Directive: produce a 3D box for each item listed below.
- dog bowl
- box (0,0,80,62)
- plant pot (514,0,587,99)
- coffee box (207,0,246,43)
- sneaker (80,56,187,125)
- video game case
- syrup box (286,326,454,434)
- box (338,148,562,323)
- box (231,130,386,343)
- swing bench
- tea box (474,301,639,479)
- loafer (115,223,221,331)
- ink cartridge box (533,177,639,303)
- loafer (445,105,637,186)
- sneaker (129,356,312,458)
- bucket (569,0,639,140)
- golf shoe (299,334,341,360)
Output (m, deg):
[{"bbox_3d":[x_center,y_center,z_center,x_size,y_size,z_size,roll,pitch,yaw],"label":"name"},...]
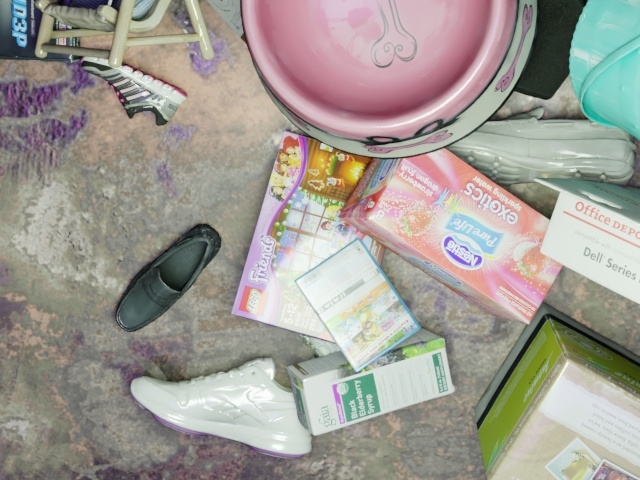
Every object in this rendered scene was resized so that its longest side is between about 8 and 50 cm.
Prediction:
[{"bbox_3d":[0.077,-0.308,1.560,0.408,0.150,0.407,1,96,12],"label":"dog bowl"},{"bbox_3d":[-0.455,-0.384,1.816,0.175,0.051,0.220,4,102,4],"label":"box"},{"bbox_3d":[0.284,-0.309,1.716,0.167,0.188,0.187,29,103,-25],"label":"plant pot"},{"bbox_3d":[-0.066,-0.361,1.744,0.246,0.098,0.141,46,65,-7],"label":"coffee box"},{"bbox_3d":[-0.294,-0.228,1.833,0.170,0.063,0.074,24,97,-6],"label":"sneaker"},{"bbox_3d":[0.055,0.096,1.790,0.119,0.015,0.166,-34,89,-6],"label":"video game case"},{"bbox_3d":[0.076,0.216,1.852,0.237,0.096,0.093,-15,102,-16],"label":"syrup box"},{"bbox_3d":[0.200,-0.017,1.760,0.300,0.142,0.154,33,83,-15],"label":"box"},{"bbox_3d":[0.000,0.000,1.831,0.201,0.057,0.293,16,88,0],"label":"box"},{"bbox_3d":[-0.288,-0.383,1.685,0.165,0.253,0.254,-12,107,-36],"label":"swing bench"},{"bbox_3d":[0.427,0.293,1.768,0.329,0.323,0.220,29,103,-3],"label":"tea box"},{"bbox_3d":[-0.246,0.062,1.886,0.076,0.078,0.223,44,101,-6],"label":"loafer"},{"bbox_3d":[0.459,0.005,1.672,0.354,0.207,0.119,4,109,-40],"label":"ink cartridge box"},{"bbox_3d":[0.312,-0.145,1.801,0.320,0.112,0.111,7,67,3],"label":"loafer"},{"bbox_3d":[-0.150,0.247,1.920,0.305,0.114,0.152,15,89,-4],"label":"sneaker"},{"bbox_3d":[0.493,-0.254,1.659,0.281,0.183,0.281,-18,124,-29],"label":"bucket"},{"bbox_3d":[0.012,0.151,1.906,0.086,0.069,0.176,-22,106,-9],"label":"golf shoe"}]
